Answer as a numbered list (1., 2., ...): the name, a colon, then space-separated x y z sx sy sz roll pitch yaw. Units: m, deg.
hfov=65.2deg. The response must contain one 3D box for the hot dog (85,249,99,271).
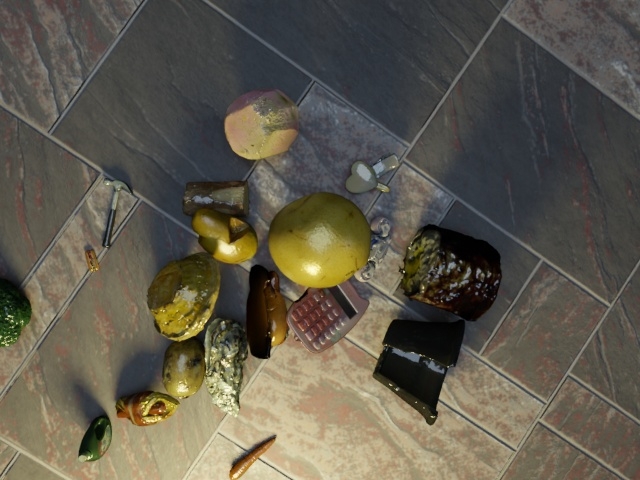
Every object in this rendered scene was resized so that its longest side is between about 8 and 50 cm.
1. hot dog: -0.816 0.073 1.782 0.037 0.021 0.083 -18 91 -4

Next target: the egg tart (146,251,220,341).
1. egg tart: -0.474 0.174 1.674 0.132 0.341 0.341 31 87 -43

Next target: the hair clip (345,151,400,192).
1. hair clip: 0.195 -0.239 1.855 0.219 0.071 0.159 -32 96 0

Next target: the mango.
1. mango: -0.333 -0.018 1.735 0.262 0.129 0.167 29 118 -32

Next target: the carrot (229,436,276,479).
1. carrot: -0.247 0.794 1.833 0.216 0.048 0.048 -40 94 -9

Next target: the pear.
1. pear: 0.000 0.000 1.704 0.349 0.348 0.347 0 91 -5

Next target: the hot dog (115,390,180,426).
1. hot dog: -0.614 0.587 1.729 0.262 0.093 0.123 -17 105 20

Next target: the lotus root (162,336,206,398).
1. lotus root: -0.473 0.414 1.753 0.154 0.154 0.277 3 89 -5

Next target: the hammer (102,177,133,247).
1. hammer: -0.737 -0.094 1.786 0.103 0.029 0.246 10 91 -5

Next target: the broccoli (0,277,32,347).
1. broccoli: -1.135 0.256 1.648 0.298 0.297 0.297 38 108 -5

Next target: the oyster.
1. oyster: -0.325 0.443 1.757 0.163 0.158 0.350 -4 90 -23

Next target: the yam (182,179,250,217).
1. yam: -0.372 -0.146 1.771 0.239 0.128 0.129 0 47 -5

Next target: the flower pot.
1. flower pot: 0.340 0.421 1.770 0.251 0.379 0.378 17 89 16

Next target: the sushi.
1. sushi: 0.457 0.107 1.767 0.295 0.281 0.299 18 82 -9

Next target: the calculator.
1. calculator: 0.019 0.255 1.792 0.330 0.048 0.220 -37 95 -32

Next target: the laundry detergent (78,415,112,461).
1. laundry detergent: -0.770 0.682 1.697 0.063 0.211 0.137 2 89 -5

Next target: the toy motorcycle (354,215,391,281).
1. toy motorcycle: 0.201 0.035 1.847 0.113 0.112 0.254 20 87 -5

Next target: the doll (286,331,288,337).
1. doll: -0.179 0.336 1.840 0.125 0.027 0.037 12 90 -5

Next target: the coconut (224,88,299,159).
1. coconut: -0.189 -0.408 1.735 0.233 0.245 0.232 13 118 26

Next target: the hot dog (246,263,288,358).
1. hot dog: -0.171 0.250 1.771 0.107 0.194 0.325 11 79 -38
